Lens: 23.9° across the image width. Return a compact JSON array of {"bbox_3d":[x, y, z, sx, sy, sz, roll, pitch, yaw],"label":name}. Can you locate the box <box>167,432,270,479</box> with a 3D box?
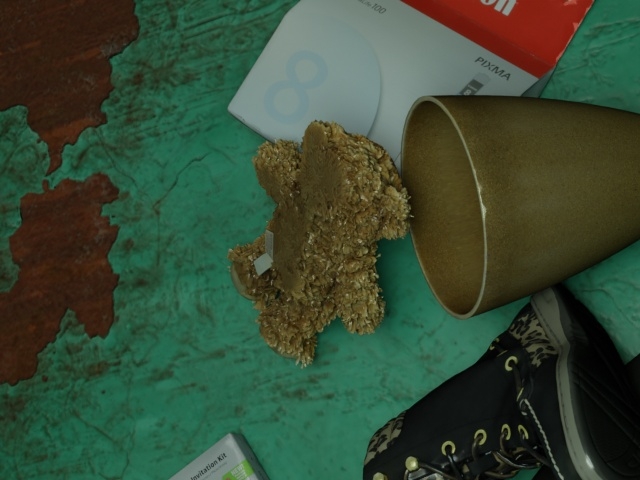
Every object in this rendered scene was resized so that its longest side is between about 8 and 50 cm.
[{"bbox_3d":[-0.109,0.346,1.799,0.145,0.038,0.186,-38,66,13],"label":"box"}]

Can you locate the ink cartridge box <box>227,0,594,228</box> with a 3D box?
[{"bbox_3d":[0.114,-0.233,1.787,0.308,0.091,0.385,34,95,26],"label":"ink cartridge box"}]

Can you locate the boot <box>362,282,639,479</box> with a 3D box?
[{"bbox_3d":[0.185,0.216,1.552,0.284,0.377,0.138,-40,110,17],"label":"boot"}]

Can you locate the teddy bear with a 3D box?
[{"bbox_3d":[0.000,0.000,1.733,0.245,0.113,0.338,48,134,38],"label":"teddy bear"}]

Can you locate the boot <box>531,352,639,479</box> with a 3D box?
[{"bbox_3d":[0.333,0.226,1.610,0.115,0.112,0.305,38,92,-5],"label":"boot"}]

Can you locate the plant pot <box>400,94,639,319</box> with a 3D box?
[{"bbox_3d":[0.244,-0.054,1.606,0.254,0.237,0.237,-10,72,-14],"label":"plant pot"}]
